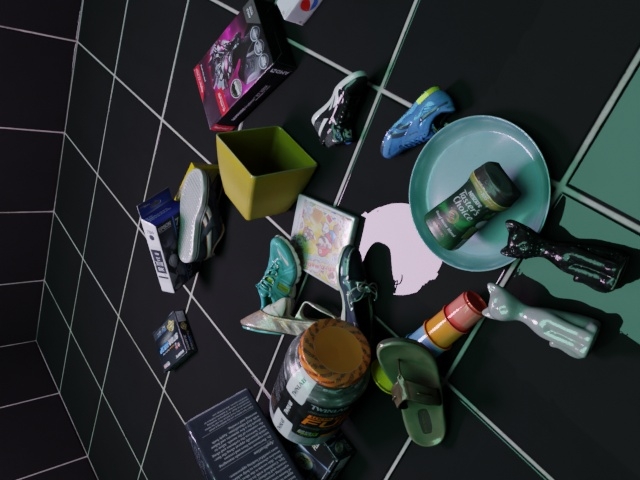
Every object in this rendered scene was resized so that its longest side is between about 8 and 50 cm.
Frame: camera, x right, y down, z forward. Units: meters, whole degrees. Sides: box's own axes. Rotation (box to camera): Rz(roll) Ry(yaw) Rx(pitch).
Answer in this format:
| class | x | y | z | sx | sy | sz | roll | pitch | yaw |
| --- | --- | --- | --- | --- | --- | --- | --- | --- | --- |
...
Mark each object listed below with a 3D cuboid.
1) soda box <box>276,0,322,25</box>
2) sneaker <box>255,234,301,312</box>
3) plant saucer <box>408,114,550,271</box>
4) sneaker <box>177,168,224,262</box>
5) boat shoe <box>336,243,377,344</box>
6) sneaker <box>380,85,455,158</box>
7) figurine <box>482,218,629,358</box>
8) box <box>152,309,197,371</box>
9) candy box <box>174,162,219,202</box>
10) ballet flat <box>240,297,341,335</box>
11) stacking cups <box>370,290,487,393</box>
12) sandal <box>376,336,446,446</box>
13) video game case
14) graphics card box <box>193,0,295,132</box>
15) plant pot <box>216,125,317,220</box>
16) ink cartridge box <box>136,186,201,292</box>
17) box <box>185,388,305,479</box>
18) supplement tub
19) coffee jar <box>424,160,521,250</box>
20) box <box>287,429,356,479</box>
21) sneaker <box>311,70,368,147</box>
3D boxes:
| class | x | y | z | sx | sy | sz | roll | pitch | yaw |
| --- | --- | --- | --- | --- | --- | --- | --- | --- | --- |
| soda box | -0.022 | -0.676 | 1.359 | 0.216 | 0.073 | 0.069 | -40 | 66 | 40 |
| sneaker | -0.126 | 0.119 | 1.488 | 0.107 | 0.110 | 0.276 | 26 | 120 | 41 |
| plant saucer | 0.325 | -0.096 | 1.074 | 0.317 | 0.043 | 0.318 | 5 | 96 | 46 |
| sneaker | -0.402 | -0.086 | 1.764 | 0.126 | 0.127 | 0.321 | 24 | 109 | 39 |
| boat shoe | 0.093 | 0.137 | 1.295 | 0.079 | 0.095 | 0.255 | 5 | 98 | 47 |
| sneaker | 0.215 | -0.243 | 1.157 | 0.209 | 0.069 | 0.082 | -46 | 65 | 38 |
| figurine | 0.411 | 0.087 | 0.945 | 0.209 | 0.092 | 0.215 | 23 | 111 | 33 |
| box | -0.579 | 0.398 | 2.042 | 0.220 | 0.051 | 0.175 | -40 | 65 | 40 |
| candy box | -0.436 | -0.186 | 1.807 | 0.027 | 0.105 | 0.206 | 56 | 129 | 26 |
| ballet flat | -0.069 | 0.214 | 1.421 | 0.315 | 0.107 | 0.106 | 9 | 93 | 16 |
| stacking cups | 0.240 | 0.223 | 1.164 | 0.316 | 0.096 | 0.096 | -52 | 58 | 31 |
| sandal | 0.210 | 0.339 | 1.124 | 0.120 | 0.086 | 0.303 | -16 | 108 | 20 |
| video game case | 0.000 | 0.000 | 1.429 | 0.227 | 0.026 | 0.207 | 27 | 112 | 41 |
| graphics card box | -0.245 | -0.525 | 1.590 | 0.370 | 0.094 | 0.233 | -28 | 73 | 43 |
| plant pot | -0.167 | -0.182 | 1.474 | 0.212 | 0.212 | 0.187 | 49 | 139 | 31 |
| ink cartridge box | -0.514 | -0.001 | 1.783 | 0.065 | 0.165 | 0.333 | 7 | 122 | 25 |
| box | -0.200 | 0.692 | 1.493 | 0.395 | 0.211 | 0.294 | 50 | 151 | 31 |
| supplement tub | -0.002 | 0.349 | 1.274 | 0.207 | 0.207 | 0.338 | 54 | 146 | 28 |
| coffee jar | 0.297 | -0.067 | 1.019 | 0.184 | 0.079 | 0.096 | -47 | 61 | 37 |
| box | -0.004 | 0.598 | 1.447 | 0.147 | 0.077 | 0.180 | 46 | 124 | 34 |
| sneaker | 0.069 | -0.314 | 1.302 | 0.217 | 0.079 | 0.121 | -40 | 68 | 49 |
